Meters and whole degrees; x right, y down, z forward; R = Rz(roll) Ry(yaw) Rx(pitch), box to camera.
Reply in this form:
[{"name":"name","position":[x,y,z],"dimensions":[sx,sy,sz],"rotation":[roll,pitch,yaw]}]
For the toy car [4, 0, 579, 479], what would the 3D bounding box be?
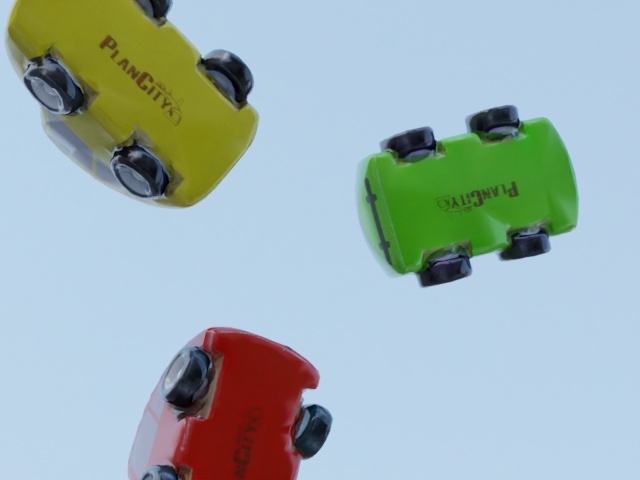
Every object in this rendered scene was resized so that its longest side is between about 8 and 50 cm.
[{"name":"toy car","position":[0.000,0.000,0.653],"dimensions":[0.053,0.225,0.239],"rotation":[-18,-93,58]}]
